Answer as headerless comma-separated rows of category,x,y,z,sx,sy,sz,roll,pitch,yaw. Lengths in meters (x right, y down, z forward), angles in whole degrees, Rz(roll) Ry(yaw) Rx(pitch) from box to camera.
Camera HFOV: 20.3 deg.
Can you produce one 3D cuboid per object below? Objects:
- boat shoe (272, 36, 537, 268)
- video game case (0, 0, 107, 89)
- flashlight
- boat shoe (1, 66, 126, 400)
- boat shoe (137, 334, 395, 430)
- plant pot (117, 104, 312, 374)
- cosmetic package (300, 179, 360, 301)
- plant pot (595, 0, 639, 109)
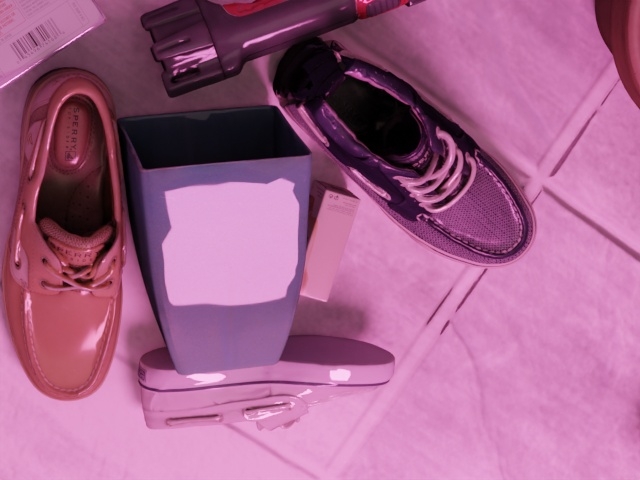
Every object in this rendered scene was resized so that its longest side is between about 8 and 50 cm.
boat shoe,0.103,-0.071,1.812,0.340,0.158,0.127,35,93,-18
video game case,-0.384,-0.242,1.702,0.269,0.061,0.244,-34,110,-5
flashlight,-0.027,-0.245,1.778,0.304,0.103,0.103,-19,108,-4
boat shoe,-0.253,0.004,1.766,0.122,0.110,0.341,-3,103,-13
boat shoe,-0.055,0.157,1.862,0.267,0.096,0.088,-4,108,-12
plant pot,-0.106,0.005,1.781,0.166,0.165,0.234,-5,112,-13
cosmetic package,0.000,0.000,1.856,0.041,0.060,0.115,16,97,-16
plant pot,0.391,-0.235,1.809,0.263,0.229,0.263,-3,104,-13
